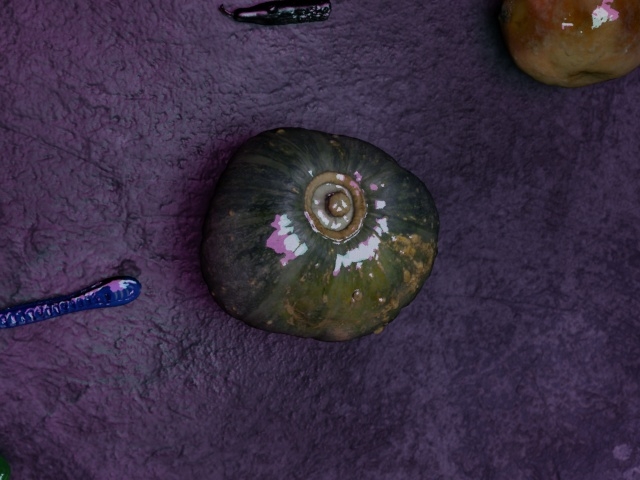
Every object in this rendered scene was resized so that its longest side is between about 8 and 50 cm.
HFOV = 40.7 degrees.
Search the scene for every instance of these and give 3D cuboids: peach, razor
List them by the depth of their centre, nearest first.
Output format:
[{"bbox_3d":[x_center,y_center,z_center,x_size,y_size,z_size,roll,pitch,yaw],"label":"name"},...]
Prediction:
[{"bbox_3d":[-0.406,0.102,1.185,0.324,0.056,0.093,-17,110,-27],"label":"razor"},{"bbox_3d":[0.389,-0.339,1.329,0.236,0.214,0.214,-7,97,-10],"label":"peach"}]

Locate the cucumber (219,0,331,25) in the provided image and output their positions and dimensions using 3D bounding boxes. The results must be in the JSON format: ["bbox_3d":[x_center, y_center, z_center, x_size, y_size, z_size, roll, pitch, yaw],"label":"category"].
[{"bbox_3d":[-0.064,-0.337,1.269,0.163,0.039,0.043,-12,77,-18],"label":"cucumber"}]

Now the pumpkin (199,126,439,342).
[{"bbox_3d":[0.000,0.000,1.204,0.328,0.257,0.291,21,76,-12],"label":"pumpkin"}]

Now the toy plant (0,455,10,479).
[{"bbox_3d":[-0.510,0.377,1.149,0.155,0.088,0.240,15,107,-55],"label":"toy plant"}]
